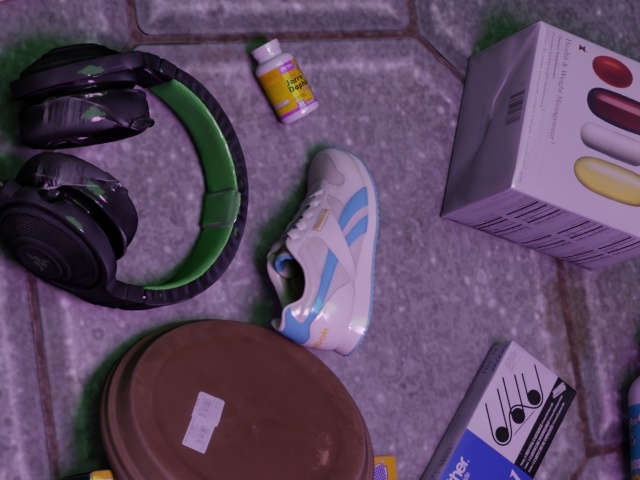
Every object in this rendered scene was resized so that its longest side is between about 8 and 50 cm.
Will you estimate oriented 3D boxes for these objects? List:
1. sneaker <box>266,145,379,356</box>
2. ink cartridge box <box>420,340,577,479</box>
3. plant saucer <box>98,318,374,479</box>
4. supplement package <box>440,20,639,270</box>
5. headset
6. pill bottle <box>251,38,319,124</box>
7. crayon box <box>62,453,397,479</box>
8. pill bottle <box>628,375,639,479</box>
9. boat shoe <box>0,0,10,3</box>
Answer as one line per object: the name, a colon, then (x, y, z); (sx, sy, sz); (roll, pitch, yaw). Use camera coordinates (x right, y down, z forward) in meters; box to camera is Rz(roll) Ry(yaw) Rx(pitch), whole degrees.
sneaker: (0.000, 0.000, 1.969); (0.092, 0.087, 0.229); (15, 55, -22)
ink cartridge box: (0.181, 0.217, 2.065); (0.097, 0.046, 0.207); (38, 65, -16)
plant saucer: (-0.072, 0.179, 1.864); (0.278, 0.041, 0.278); (15, 45, -15)
supplement package: (0.265, -0.097, 2.113); (0.203, 0.149, 0.194); (19, 71, -23)
headset: (-0.217, -0.078, 1.829); (0.394, 0.185, 0.243); (17, 71, -36)
pill bottle: (-0.038, -0.163, 2.024); (0.043, 0.043, 0.083); (-32, 96, -29)
crayon box: (-0.077, 0.315, 1.885); (0.323, 0.083, 0.203); (0, 80, -28)
pill bottle: (0.407, 0.228, 2.127); (0.146, 0.146, 0.264); (6, 77, -27)
boat shoe: (-0.377, -0.229, 1.817); (0.324, 0.116, 0.097); (-29, 91, -35)
